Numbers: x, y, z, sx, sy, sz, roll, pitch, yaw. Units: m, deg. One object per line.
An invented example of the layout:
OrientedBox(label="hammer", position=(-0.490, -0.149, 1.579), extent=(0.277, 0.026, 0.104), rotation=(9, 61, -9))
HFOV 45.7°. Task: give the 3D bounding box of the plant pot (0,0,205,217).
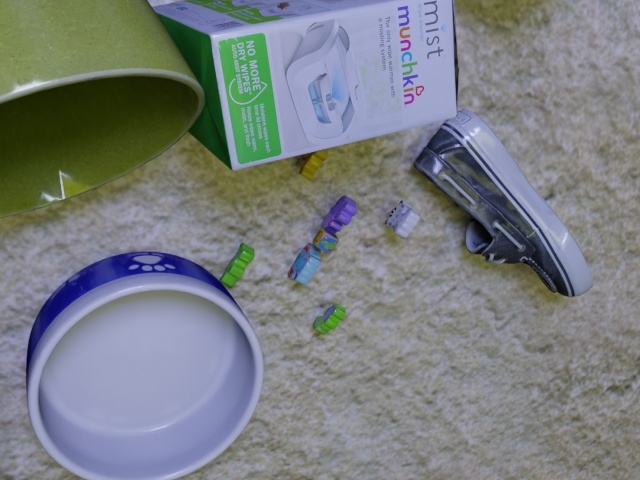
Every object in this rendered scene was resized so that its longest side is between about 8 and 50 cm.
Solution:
OrientedBox(label="plant pot", position=(-0.279, -0.201, 0.637), extent=(0.275, 0.275, 0.293), rotation=(-22, 84, -16))

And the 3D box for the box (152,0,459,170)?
OrientedBox(label="box", position=(-0.029, -0.186, 0.766), extent=(0.231, 0.262, 0.127), rotation=(-16, 116, -19))

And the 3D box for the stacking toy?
OrientedBox(label="stacking toy", position=(0.000, 0.000, 0.971), extent=(0.167, 0.052, 0.221), rotation=(32, 101, -21))

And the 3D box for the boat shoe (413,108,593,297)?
OrientedBox(label="boat shoe", position=(0.247, -0.027, 1.049), extent=(0.119, 0.121, 0.335), rotation=(-42, 110, 4))

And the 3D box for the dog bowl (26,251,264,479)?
OrientedBox(label="dog bowl", position=(-0.207, 0.150, 0.897), extent=(0.265, 0.104, 0.265), rotation=(-9, 114, -20))
